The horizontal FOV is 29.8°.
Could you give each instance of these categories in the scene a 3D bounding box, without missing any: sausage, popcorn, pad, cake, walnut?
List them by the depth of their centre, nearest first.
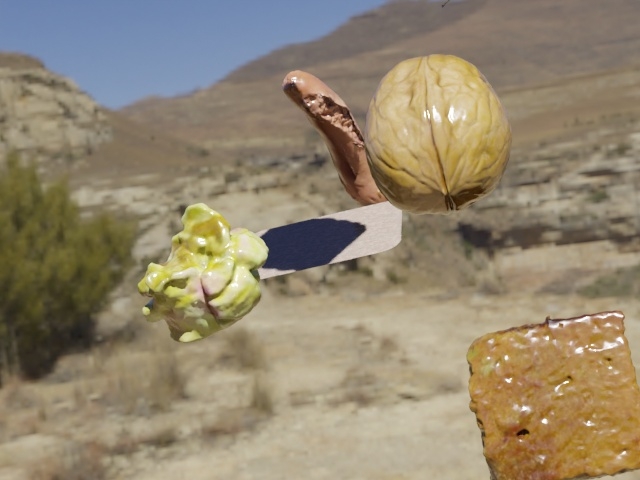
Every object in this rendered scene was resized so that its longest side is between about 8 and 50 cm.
[{"bbox_3d":[-0.096,0.030,0.986,0.089,0.109,0.097,29,25,-13],"label":"popcorn"},{"bbox_3d":[0.133,-0.118,1.367,0.167,0.167,0.207,-7,43,7],"label":"walnut"},{"bbox_3d":[0.302,0.204,1.503,0.198,0.196,0.293,-15,-12,11],"label":"cake"},{"bbox_3d":[0.000,0.000,1.898,0.266,0.002,0.176,-13,26,11],"label":"pad"},{"bbox_3d":[0.034,-0.158,1.926,0.078,0.304,0.078,-20,38,17],"label":"sausage"}]

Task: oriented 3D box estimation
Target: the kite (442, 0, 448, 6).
[{"bbox_3d":[0.237,-0.429,1.749,0.125,0.008,0.222,-16,42,25],"label":"kite"}]
